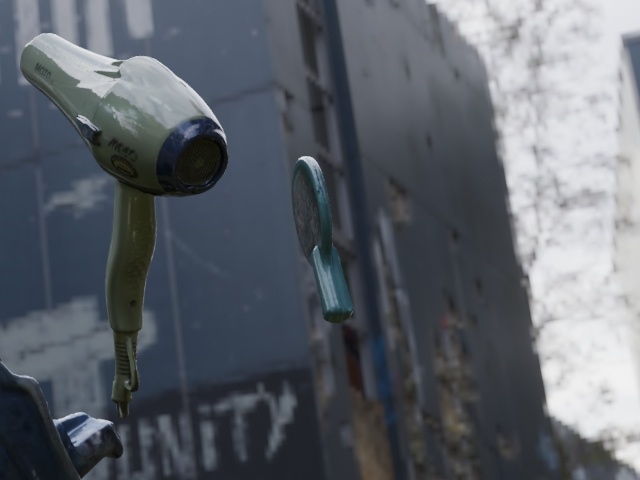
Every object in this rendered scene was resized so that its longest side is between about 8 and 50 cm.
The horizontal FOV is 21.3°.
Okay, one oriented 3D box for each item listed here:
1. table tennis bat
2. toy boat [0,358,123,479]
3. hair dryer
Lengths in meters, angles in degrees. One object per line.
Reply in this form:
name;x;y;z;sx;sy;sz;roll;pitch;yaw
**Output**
table tennis bat;0.000;0.000;1.907;0.033;0.201;0.124;-7;-26;-13
toy boat;-0.233;0.177;1.384;0.129;0.142;0.309;10;-47;40
hair dryer;-0.123;-0.024;0.948;0.067;0.167;0.199;-10;-46;-34
